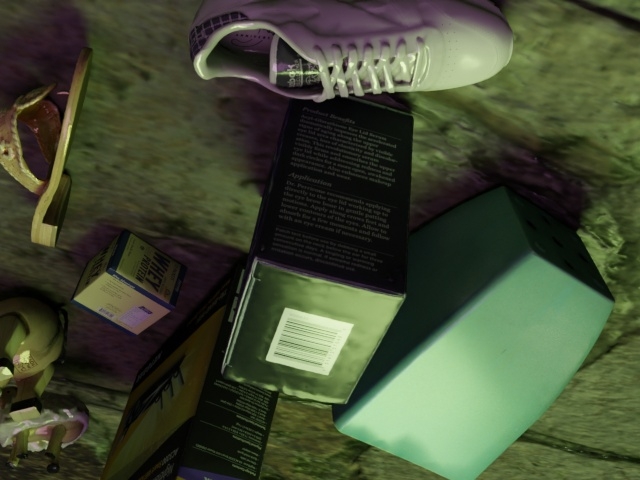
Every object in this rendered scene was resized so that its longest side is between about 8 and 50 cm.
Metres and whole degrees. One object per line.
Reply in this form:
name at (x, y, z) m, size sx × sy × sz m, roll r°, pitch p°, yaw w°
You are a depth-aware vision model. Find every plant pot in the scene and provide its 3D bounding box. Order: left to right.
plant pot at (0.142, 0.078, 0.697) m, size 0.165 × 0.165 × 0.234 m, roll 29°, pitch 119°, yaw -22°

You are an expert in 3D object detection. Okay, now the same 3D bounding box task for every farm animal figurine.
farm animal figurine at (-0.444, 0.118, 0.829) m, size 0.327 × 0.172 × 0.330 m, roll -2°, pitch 129°, yaw -8°

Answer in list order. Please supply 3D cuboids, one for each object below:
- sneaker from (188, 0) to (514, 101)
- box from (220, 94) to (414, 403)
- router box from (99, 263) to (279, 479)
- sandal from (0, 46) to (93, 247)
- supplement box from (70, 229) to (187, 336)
sneaker at (0.024, -0.137, 0.534) m, size 0.235 × 0.095 × 0.090 m, roll 5°, pitch 135°, yaw 1°
box at (0.000, 0.000, 0.597) m, size 0.108 × 0.207 × 0.153 m, roll 14°, pitch 135°, yaw -7°
router box at (-0.149, 0.204, 0.793) m, size 0.081 × 0.243 × 0.309 m, roll 27°, pitch 136°, yaw -18°
sandal at (-0.258, -0.077, 0.640) m, size 0.079 × 0.088 × 0.240 m, roll 14°, pitch 141°, yaw -16°
supplement box at (-0.204, 0.048, 0.785) m, size 0.083 × 0.056 × 0.083 m, roll 36°, pitch 130°, yaw -27°
